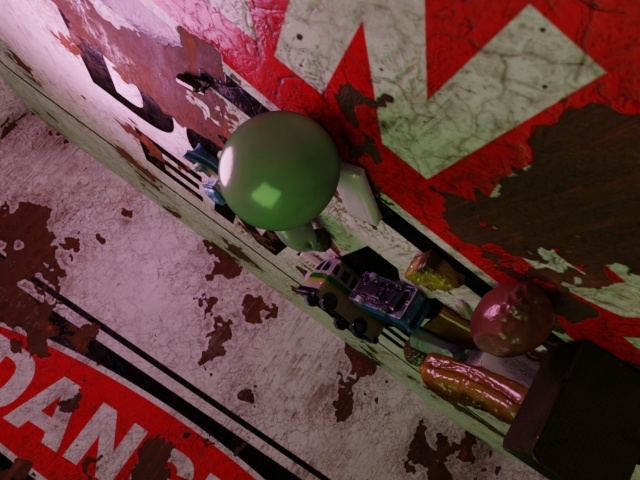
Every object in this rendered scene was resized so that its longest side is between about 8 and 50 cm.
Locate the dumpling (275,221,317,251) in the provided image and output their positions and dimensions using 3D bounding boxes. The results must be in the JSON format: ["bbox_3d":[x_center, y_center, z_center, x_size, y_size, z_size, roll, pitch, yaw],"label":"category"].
[{"bbox_3d":[-0.075,-0.062,1.284,0.104,0.149,0.217,-22,117,35],"label":"dumpling"}]

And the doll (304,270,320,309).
[{"bbox_3d":[0.040,0.224,1.828,0.208,0.144,0.271,49,175,47],"label":"doll"}]

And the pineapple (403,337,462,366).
[{"bbox_3d":[0.426,0.424,1.657,0.125,0.125,0.251,43,152,-26],"label":"pineapple"}]

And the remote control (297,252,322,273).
[{"bbox_3d":[0.021,0.118,1.665,0.230,0.049,0.090,33,153,6],"label":"remote control"}]

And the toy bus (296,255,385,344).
[{"bbox_3d":[0.093,0.203,1.532,0.305,0.179,0.143,41,161,-19],"label":"toy bus"}]

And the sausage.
[{"bbox_3d":[0.385,0.167,0.918,0.148,0.148,0.254,30,161,19],"label":"sausage"}]

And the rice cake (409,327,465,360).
[{"bbox_3d":[0.397,0.366,1.563,0.206,0.069,0.063,14,118,49],"label":"rice cake"}]

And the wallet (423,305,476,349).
[{"bbox_3d":[0.402,0.260,1.327,0.160,0.042,0.195,27,161,11],"label":"wallet"}]

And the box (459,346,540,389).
[{"bbox_3d":[0.550,0.413,1.364,0.210,0.095,0.330,31,162,14],"label":"box"}]

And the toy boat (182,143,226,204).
[{"bbox_3d":[-0.353,-0.204,1.423,0.109,0.098,0.238,19,157,37],"label":"toy boat"}]

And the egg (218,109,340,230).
[{"bbox_3d":[-0.078,-0.129,0.843,0.220,0.220,0.269,39,161,-13],"label":"egg"}]

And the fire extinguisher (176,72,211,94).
[{"bbox_3d":[-0.277,-0.338,0.997,0.100,0.032,0.046,33,155,30],"label":"fire extinguisher"}]

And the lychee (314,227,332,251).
[{"bbox_3d":[0.000,0.000,1.356,0.067,0.068,0.083,-20,133,19],"label":"lychee"}]

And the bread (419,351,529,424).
[{"bbox_3d":[0.455,0.432,1.254,0.185,0.109,0.380,45,160,-27],"label":"bread"}]

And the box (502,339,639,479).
[{"bbox_3d":[0.537,0.370,0.930,0.184,0.273,0.143,33,164,10],"label":"box"}]

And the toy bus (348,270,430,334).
[{"bbox_3d":[0.213,0.188,1.366,0.133,0.116,0.233,45,164,-32],"label":"toy bus"}]

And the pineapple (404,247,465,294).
[{"bbox_3d":[0.260,0.065,1.026,0.137,0.069,0.116,14,150,31],"label":"pineapple"}]

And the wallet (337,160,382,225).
[{"bbox_3d":[0.076,-0.099,0.962,0.095,0.033,0.190,27,162,32],"label":"wallet"}]

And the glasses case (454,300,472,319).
[{"bbox_3d":[0.377,0.184,1.181,0.032,0.021,0.083,21,159,45],"label":"glasses case"}]
